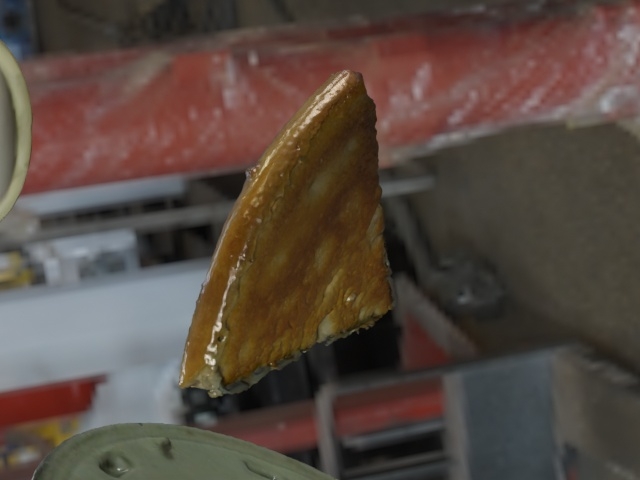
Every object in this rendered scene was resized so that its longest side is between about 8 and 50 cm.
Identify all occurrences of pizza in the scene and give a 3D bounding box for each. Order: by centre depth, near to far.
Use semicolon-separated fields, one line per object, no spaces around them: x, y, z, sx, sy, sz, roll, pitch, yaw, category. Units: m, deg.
0.000;0.000;1.069;0.036;0.176;0.184;24;96;29;pizza

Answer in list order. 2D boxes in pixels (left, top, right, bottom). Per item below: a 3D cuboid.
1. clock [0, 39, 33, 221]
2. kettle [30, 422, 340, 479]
-0.235;-0.046;0.545;0.379;0.276;0.120;-132;37;-59;clock
-0.029;0.203;0.497;0.255;0.240;0.165;-61;30;13;kettle
